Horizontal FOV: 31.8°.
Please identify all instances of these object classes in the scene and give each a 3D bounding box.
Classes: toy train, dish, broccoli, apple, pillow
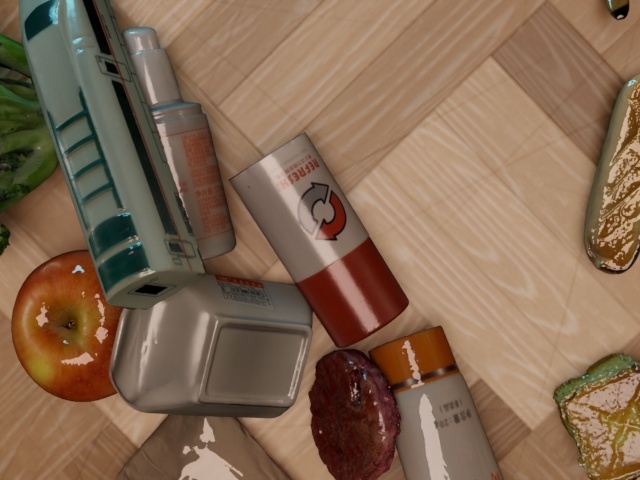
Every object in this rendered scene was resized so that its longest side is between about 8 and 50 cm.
[{"bbox_3d":[-0.229,-0.133,1.106,0.086,0.088,0.407,-30,71,25],"label":"toy train"},{"bbox_3d":[-0.102,0.117,1.156,0.234,0.064,0.154,9,98,-35],"label":"dish"},{"bbox_3d":[-0.388,-0.123,1.139,0.245,0.265,0.294,1,106,-33],"label":"broccoli"},{"bbox_3d":[-0.243,0.090,1.188,0.163,0.139,0.163,-1,86,12],"label":"apple"},{"bbox_3d":[-0.106,0.305,1.239,0.173,0.067,0.270,-42,94,0],"label":"pillow"}]

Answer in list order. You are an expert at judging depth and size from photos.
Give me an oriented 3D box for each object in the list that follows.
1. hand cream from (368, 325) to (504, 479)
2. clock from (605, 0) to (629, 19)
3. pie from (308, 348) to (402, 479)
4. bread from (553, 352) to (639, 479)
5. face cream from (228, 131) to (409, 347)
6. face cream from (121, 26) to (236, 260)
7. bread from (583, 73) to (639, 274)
[{"bbox_3d":[0.134,0.251,1.179,0.140,0.089,0.314,-18,84,-32],"label":"hand cream"},{"bbox_3d":[0.294,-0.349,1.148,0.170,0.069,0.232,-27,95,5],"label":"clock"},{"bbox_3d":[0.034,0.188,1.193,0.038,0.153,0.153,-9,97,-30],"label":"pie"},{"bbox_3d":[0.330,0.187,1.208,0.140,0.069,0.128,-27,94,8],"label":"bread"},{"bbox_3d":[0.000,0.000,1.185,0.096,0.096,0.214,-32,95,5],"label":"face cream"},{"bbox_3d":[-0.163,-0.101,1.177,0.101,0.101,0.251,-12,96,3],"label":"face cream"},{"bbox_3d":[0.327,-0.070,1.188,0.073,0.053,0.214,12,99,5],"label":"bread"}]
